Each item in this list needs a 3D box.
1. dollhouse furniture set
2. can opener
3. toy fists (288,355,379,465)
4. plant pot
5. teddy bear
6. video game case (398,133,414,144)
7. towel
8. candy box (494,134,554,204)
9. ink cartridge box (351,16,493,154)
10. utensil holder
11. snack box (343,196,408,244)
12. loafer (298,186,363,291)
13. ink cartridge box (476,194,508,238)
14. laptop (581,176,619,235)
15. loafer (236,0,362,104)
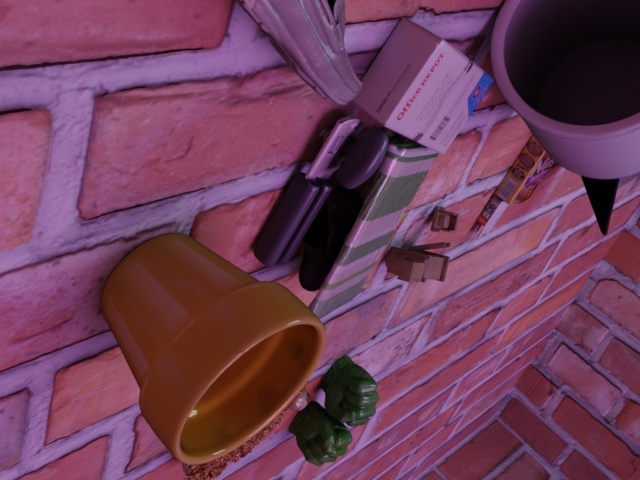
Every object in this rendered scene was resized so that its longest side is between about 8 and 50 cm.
[{"bbox_3d":[0.199,-0.001,1.635,0.182,0.101,0.161,5,98,-59],"label":"dollhouse furniture set"},{"bbox_3d":[-0.007,-0.068,1.191,0.074,0.093,0.280,-4,135,-57],"label":"can opener"},{"bbox_3d":[0.035,0.421,1.870,0.279,0.142,0.096,-57,153,16],"label":"toy fists"},{"bbox_3d":[-0.162,0.125,1.038,0.254,0.239,0.254,-37,152,-23],"label":"plant pot"},{"bbox_3d":[-0.140,0.370,1.566,0.338,0.113,0.245,-40,155,-16],"label":"teddy bear"},{"bbox_3d":[0.185,-0.209,1.370,0.119,0.015,0.166,-44,154,-9],"label":"video game case"},{"bbox_3d":[0.085,-0.021,1.311,0.325,0.038,0.248,-62,165,19],"label":"towel"},{"bbox_3d":[0.510,-0.177,1.877,0.109,0.053,0.186,-8,132,-52],"label":"candy box"},{"bbox_3d":[0.160,-0.233,1.198,0.203,0.086,0.148,14,115,-55],"label":"ink cartridge box"},{"bbox_3d":[0.509,-0.294,1.405,0.327,0.327,0.385,-52,156,8],"label":"utensil holder"},{"bbox_3d":[0.099,-0.025,1.464,0.100,0.037,0.141,-57,152,14],"label":"snack box"},{"bbox_3d":[0.000,0.000,1.317,0.078,0.076,0.223,-7,137,-34],"label":"loafer"},{"bbox_3d":[0.422,-0.061,1.928,0.063,0.029,0.115,-11,137,-52],"label":"ink cartridge box"},{"bbox_3d":[0.759,-0.290,1.912,0.236,0.408,0.382,-15,155,9],"label":"laptop"},{"bbox_3d":[-0.011,-0.258,0.885,0.111,0.112,0.319,-41,154,5],"label":"loafer"}]
